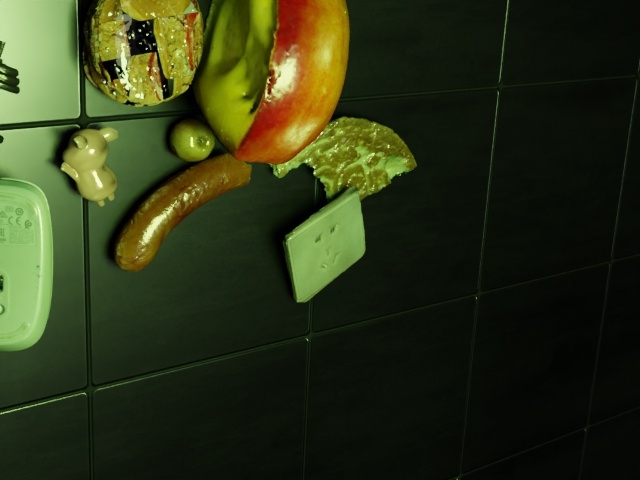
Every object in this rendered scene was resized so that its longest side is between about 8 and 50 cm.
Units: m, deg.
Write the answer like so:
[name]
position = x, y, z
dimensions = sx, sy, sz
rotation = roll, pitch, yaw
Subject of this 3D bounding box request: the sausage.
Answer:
[sausage]
position = -0.256, -0.063, 1.802
dimensions = 0.302, 0.076, 0.103
rotation = -40, 126, -20

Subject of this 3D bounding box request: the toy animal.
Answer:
[toy animal]
position = -0.380, -0.126, 1.680
dimensions = 0.089, 0.083, 0.150
rotation = -2, 126, 7

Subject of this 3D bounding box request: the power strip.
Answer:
[power strip]
position = 0.000, 0.000, 2.028
dimensions = 0.198, 0.064, 0.213
rotation = -36, 145, -24

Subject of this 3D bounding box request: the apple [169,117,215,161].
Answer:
[apple]
position = -0.227, -0.178, 1.785
dimensions = 0.084, 0.071, 0.084
rotation = -14, 115, -33

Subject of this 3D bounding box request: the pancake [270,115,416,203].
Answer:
[pancake]
position = 0.053, -0.156, 2.027
dimensions = 0.376, 0.054, 0.197
rotation = 7, 106, -38

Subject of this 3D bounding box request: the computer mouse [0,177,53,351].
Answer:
[computer mouse]
position = -0.513, 0.040, 1.622
dimensions = 0.159, 0.097, 0.289
rotation = 2, 99, -4

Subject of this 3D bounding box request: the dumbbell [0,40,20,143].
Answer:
[dumbbell]
position = -0.520, -0.206, 1.531
dimensions = 0.099, 0.099, 0.209
rotation = 17, 94, -40

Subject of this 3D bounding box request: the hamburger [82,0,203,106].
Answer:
[hamburger]
position = -0.287, -0.331, 1.666
dimensions = 0.231, 0.106, 0.231
rotation = -8, 105, -31

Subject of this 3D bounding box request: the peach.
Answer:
[peach]
position = -0.069, -0.312, 1.719
dimensions = 0.242, 0.306, 0.381
rotation = 16, 91, -33
